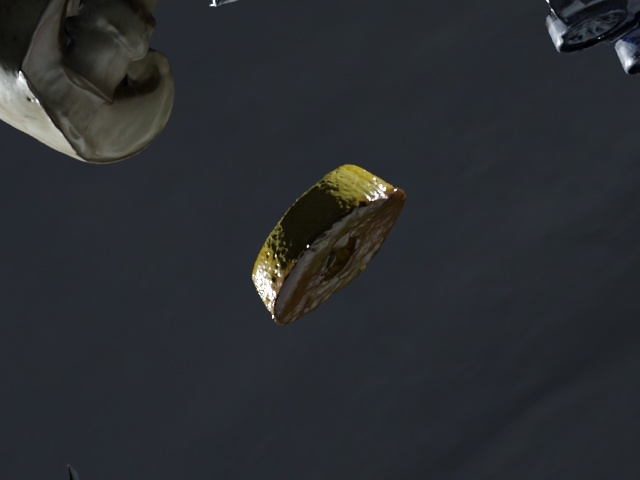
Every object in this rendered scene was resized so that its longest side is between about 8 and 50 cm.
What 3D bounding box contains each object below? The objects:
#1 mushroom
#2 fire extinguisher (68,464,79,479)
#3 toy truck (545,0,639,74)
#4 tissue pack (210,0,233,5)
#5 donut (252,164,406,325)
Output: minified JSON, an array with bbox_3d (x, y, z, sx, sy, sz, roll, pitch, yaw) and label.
[{"bbox_3d":[-0.256,-0.198,1.667,0.195,0.189,0.254,-63,-25,-11],"label":"mushroom"},{"bbox_3d":[-0.213,0.241,1.293,0.157,0.045,0.078,-57,29,-13],"label":"fire extinguisher"},{"bbox_3d":[0.218,-0.189,1.060,0.155,0.124,0.268,-29,-15,25],"label":"toy truck"},{"bbox_3d":[-0.056,-0.488,1.808,0.264,0.416,0.253,-17,18,16],"label":"tissue pack"},{"bbox_3d":[0.000,0.000,1.696,0.162,0.065,0.178,-21,-28,-53],"label":"donut"}]
